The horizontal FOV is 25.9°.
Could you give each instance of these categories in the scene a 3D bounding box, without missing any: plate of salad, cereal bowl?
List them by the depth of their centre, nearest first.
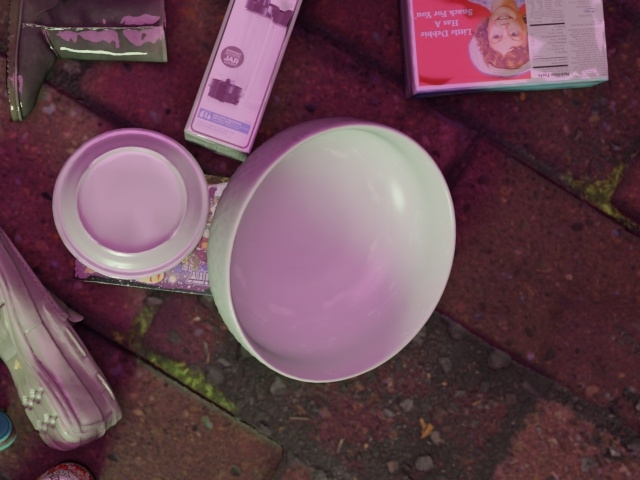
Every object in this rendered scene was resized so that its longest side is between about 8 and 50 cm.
[{"bbox_3d":[0.000,0.000,1.773,0.339,0.141,0.339,-10,112,-27],"label":"cereal bowl"},{"bbox_3d":[-0.242,-0.046,1.784,0.200,0.048,0.199,1,77,-6],"label":"plate of salad"}]

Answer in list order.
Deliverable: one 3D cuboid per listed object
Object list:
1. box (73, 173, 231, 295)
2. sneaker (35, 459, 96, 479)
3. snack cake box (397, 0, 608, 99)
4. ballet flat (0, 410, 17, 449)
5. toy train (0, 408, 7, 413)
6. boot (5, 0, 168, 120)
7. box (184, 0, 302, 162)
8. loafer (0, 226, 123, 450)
[{"bbox_3d":[-0.199,-0.013,1.833,0.233,0.044,0.159,6,87,-5],"label":"box"},{"bbox_3d":[-0.392,0.392,1.752,0.090,0.145,0.270,43,85,-3],"label":"sneaker"},{"bbox_3d":[0.242,-0.274,1.859,0.264,0.089,0.152,-4,90,-5],"label":"snack cake box"},{"bbox_3d":[-0.507,0.262,1.784,0.247,0.087,0.083,-2,45,-1],"label":"ballet flat"},{"bbox_3d":[-0.452,0.231,1.817,0.083,0.017,0.023,4,98,-5],"label":"toy train"},{"bbox_3d":[-0.305,-0.245,1.825,0.209,0.076,0.189,3,90,-12],"label":"boot"},{"bbox_3d":[-0.088,-0.253,1.789,0.087,0.169,0.290,19,86,-4],"label":"box"},{"bbox_3d":[-0.364,0.115,1.795,0.111,0.112,0.319,-26,90,-41],"label":"loafer"}]
